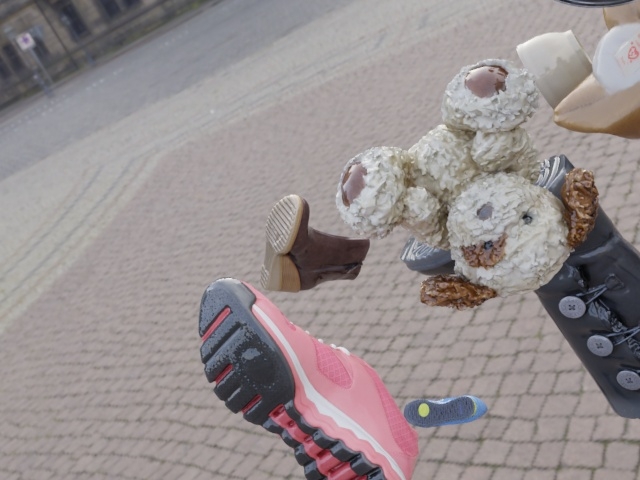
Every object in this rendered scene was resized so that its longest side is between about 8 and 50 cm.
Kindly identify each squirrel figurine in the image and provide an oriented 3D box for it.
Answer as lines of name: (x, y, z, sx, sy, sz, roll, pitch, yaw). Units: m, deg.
squirrel figurine: (0.679, -0.280, 1.363, 0.370, 0.281, 0.397, 4, 15, -31)

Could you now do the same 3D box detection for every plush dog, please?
plush dog: (0.184, -0.035, 0.916, 0.262, 0.210, 0.225, -37, 61, 12)

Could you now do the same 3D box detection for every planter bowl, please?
planter bowl: (0.485, -0.358, 1.625, 0.109, 0.162, 0.162, -32, 17, 25)

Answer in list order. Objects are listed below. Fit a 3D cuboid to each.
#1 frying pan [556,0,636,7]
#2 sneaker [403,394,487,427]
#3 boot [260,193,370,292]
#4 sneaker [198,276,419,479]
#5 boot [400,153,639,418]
frying pan: (0.257, -0.362, 0.676, 0.197, 0.326, 0.053, 15, 5, 7)
sneaker: (0.301, 0.413, 1.925, 0.209, 0.082, 0.069, -16, 67, 37)
boot: (0.000, 0.000, 1.535, 0.207, 0.248, 0.090, -7, 49, -25)
sneaker: (-0.010, 0.160, 0.886, 0.116, 0.314, 0.136, -40, 1, 36)
boot: (0.389, 0.109, 1.317, 0.367, 0.445, 0.146, -25, 24, 51)
